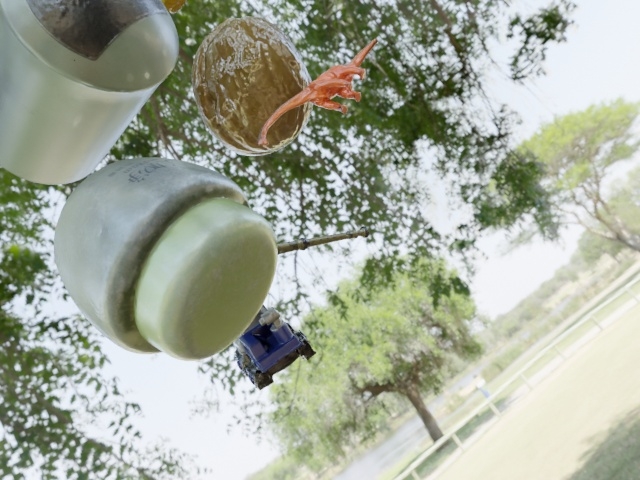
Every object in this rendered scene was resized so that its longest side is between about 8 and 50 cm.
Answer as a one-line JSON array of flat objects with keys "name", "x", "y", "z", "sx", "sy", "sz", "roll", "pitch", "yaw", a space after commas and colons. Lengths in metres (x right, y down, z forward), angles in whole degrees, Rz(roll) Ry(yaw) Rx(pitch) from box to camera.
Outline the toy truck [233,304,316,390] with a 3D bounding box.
[{"name": "toy truck", "x": -0.131, "y": 0.221, "z": 1.241, "sx": 0.161, "sy": 0.177, "sz": 0.213, "roll": -33, "pitch": 18, "yaw": -18}]

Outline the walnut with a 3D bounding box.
[{"name": "walnut", "x": -0.164, "y": -0.377, "z": 1.318, "sx": 0.332, "sy": 0.333, "sz": 0.333, "roll": -31, "pitch": -19, "yaw": -12}]

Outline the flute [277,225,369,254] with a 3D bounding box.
[{"name": "flute", "x": 0.000, "y": 0.000, "z": 1.026, "sx": 0.233, "sy": 0.027, "sz": 0.027, "roll": -10, "pitch": -30, "yaw": -37}]

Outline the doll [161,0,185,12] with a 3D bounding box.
[{"name": "doll", "x": -0.408, "y": -0.590, "z": 1.080, "sx": 0.141, "sy": 0.314, "sz": 0.177, "roll": -45, "pitch": 8, "yaw": 21}]

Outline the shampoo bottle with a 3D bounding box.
[{"name": "shampoo bottle", "x": -0.257, "y": 0.024, "z": 0.902, "sx": 0.322, "sy": 0.317, "sz": 0.323, "roll": -44, "pitch": -33, "yaw": -38}]

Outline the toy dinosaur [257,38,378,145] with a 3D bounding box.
[{"name": "toy dinosaur", "x": 0.009, "y": -0.241, "z": 0.886, "sx": 0.279, "sy": 0.101, "sz": 0.055, "roll": -46, "pitch": -40, "yaw": -26}]

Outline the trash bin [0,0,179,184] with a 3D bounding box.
[{"name": "trash bin", "x": -0.449, "y": -0.305, "z": 0.974, "sx": 0.280, "sy": 0.281, "sz": 0.432, "roll": -17, "pitch": -11, "yaw": -44}]
